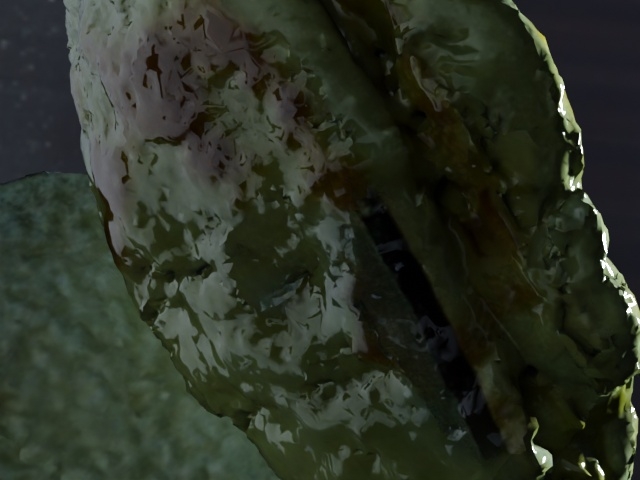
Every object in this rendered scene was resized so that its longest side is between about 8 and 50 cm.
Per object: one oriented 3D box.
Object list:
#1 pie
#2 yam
[{"bbox_3d":[0.000,0.000,0.440,0.090,0.248,0.201,-30,179,-29],"label":"pie"},{"bbox_3d":[-0.115,0.164,0.739,0.348,0.241,0.241,91,13,-55],"label":"yam"}]
